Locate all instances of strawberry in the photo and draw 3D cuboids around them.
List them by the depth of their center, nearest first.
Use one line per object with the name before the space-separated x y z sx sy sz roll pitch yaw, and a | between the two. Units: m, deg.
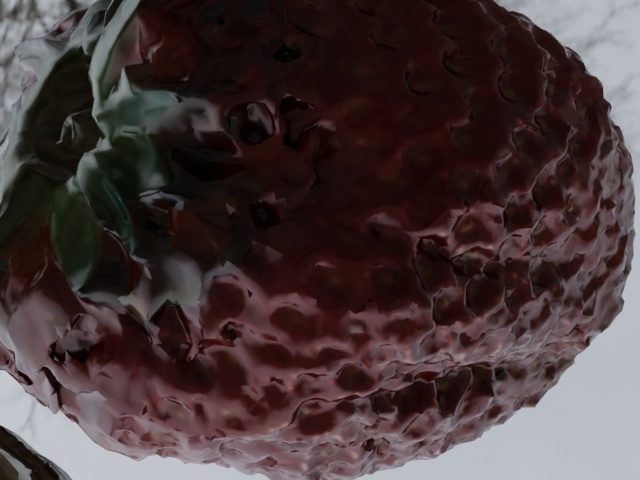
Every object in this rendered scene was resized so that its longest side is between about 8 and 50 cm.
strawberry | 0.000 0.000 0.751 0.288 0.250 0.238 26 -95 -32

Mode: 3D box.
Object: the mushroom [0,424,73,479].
mushroom | -0.288 0.217 1.174 0.278 0.163 0.297 36 -161 -2
